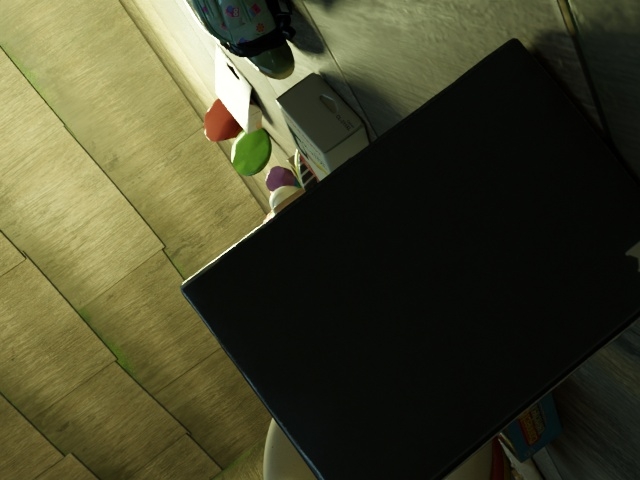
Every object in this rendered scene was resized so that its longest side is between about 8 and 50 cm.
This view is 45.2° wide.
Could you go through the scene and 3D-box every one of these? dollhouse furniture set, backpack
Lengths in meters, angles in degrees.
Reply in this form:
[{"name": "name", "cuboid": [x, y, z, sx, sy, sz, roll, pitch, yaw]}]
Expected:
[{"name": "dollhouse furniture set", "cuboid": [-0.055, -0.094, 1.702, 0.151, 0.123, 0.144, 47, 171, 46]}, {"name": "backpack", "cuboid": [-0.119, -0.323, 0.932, 0.152, 0.115, 0.182, 52, 172, 42]}]

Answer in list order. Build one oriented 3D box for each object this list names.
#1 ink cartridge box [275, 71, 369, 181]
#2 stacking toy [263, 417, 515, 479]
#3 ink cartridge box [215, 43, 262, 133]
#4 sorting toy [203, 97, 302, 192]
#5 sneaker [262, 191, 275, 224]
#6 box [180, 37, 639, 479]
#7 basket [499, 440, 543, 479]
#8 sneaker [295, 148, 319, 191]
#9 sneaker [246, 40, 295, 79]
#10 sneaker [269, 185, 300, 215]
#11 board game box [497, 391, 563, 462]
[{"name": "ink cartridge box", "cuboid": [0.014, -0.142, 1.133, 0.127, 0.072, 0.175, 51, 174, 28]}, {"name": "stacking toy", "cuboid": [0.174, 0.367, 1.182, 0.480, 0.350, 0.350, 37, -172, -46]}, {"name": "ink cartridge box", "cuboid": [-0.185, -0.349, 1.751, 0.145, 0.045, 0.179, 52, 156, 18]}, {"name": "sorting toy", "cuboid": [-0.156, -0.232, 1.975, 0.126, 0.127, 0.365, 12, -152, -52]}, {"name": "sneaker", "cuboid": [-0.111, -0.065, 1.999, 0.107, 0.118, 0.279, 28, -137, -49]}, {"name": "box", "cuboid": [0.073, 0.046, 0.695, 0.212, 0.293, 0.395, 53, 174, 3]}, {"name": "basket", "cuboid": [0.272, 0.464, 1.721, 0.328, 0.266, 0.331, 55, 176, -24]}, {"name": "sneaker", "cuboid": [0.002, -0.109, 1.389, 0.094, 0.081, 0.208, 51, 174, 46]}, {"name": "sneaker", "cuboid": [-0.106, -0.317, 1.088, 0.192, 0.064, 0.086, 56, 179, 6]}, {"name": "sneaker", "cuboid": [0.000, 0.000, 1.841, 0.292, 0.108, 0.169, 45, -171, -31]}, {"name": "board game box", "cuboid": [0.215, 0.147, 1.171, 0.308, 0.086, 0.302, 48, 173, 43]}]
